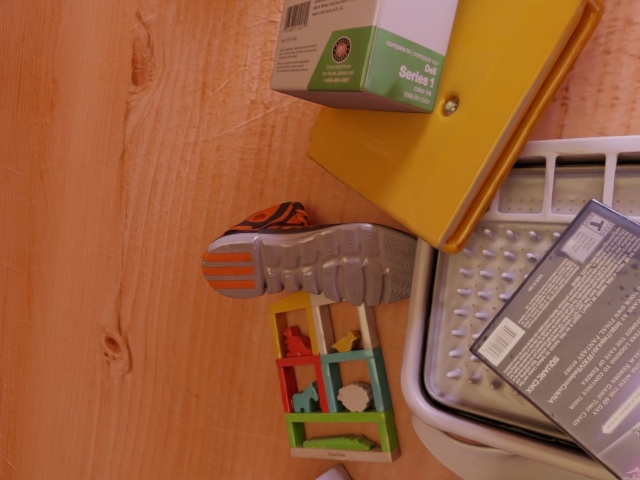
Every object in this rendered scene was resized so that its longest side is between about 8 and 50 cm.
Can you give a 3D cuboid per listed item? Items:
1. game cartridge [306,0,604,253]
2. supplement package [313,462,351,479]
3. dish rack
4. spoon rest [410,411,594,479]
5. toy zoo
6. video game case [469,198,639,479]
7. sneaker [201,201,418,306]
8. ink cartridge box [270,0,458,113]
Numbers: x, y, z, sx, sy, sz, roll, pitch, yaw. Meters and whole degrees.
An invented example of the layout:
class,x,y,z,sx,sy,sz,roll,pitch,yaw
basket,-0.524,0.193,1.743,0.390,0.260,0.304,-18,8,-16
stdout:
class,x,y,z,sx,sy,sz,roll,pitch,yaw
game cartridge,0.123,-0.181,0.572,0.324,0.052,0.286,45,114,49
supplement package,-0.031,0.466,0.591,0.145,0.261,0.204,-48,64,25
dish rack,0.244,0.060,0.496,0.285,0.072,0.333,5,82,35
spoon rest,0.219,0.261,0.519,0.276,0.084,0.138,25,121,35
toy zoo,0.009,0.189,0.711,0.192,0.030,0.294,-17,79,34
video game case,0.299,0.115,0.390,0.274,0.026,0.196,42,104,32
sneaker,0.000,0.000,0.668,0.320,0.180,0.125,4,114,3
ink cartridge box,0.056,-0.304,0.527,0.201,0.117,0.279,26,108,52
